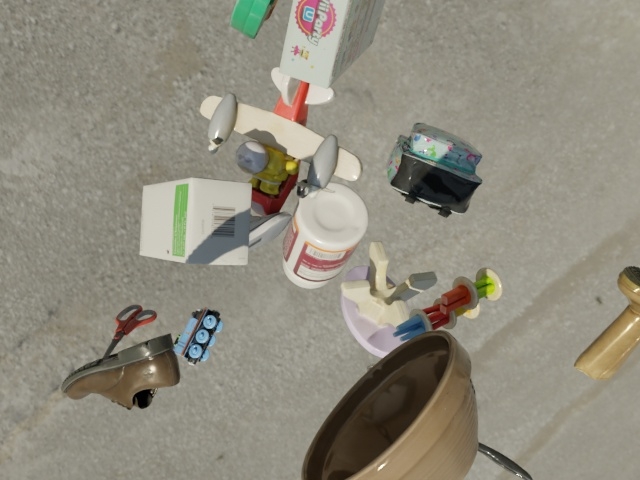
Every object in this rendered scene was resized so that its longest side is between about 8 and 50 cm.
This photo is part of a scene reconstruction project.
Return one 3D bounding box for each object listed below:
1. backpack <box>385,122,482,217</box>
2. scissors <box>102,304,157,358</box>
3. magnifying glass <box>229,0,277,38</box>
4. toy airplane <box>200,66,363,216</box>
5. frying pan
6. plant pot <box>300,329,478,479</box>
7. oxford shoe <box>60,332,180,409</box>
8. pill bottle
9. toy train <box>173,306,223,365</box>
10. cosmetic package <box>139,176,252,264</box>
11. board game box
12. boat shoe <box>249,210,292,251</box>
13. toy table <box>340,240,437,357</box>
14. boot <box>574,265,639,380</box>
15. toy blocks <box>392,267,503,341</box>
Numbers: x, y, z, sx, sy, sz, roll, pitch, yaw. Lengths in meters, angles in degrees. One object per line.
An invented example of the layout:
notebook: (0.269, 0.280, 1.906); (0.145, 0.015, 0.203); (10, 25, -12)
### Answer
backpack: (0.283, -0.190, 1.602); (0.225, 0.253, 0.191); (20, 104, -6)
scissors: (-0.561, 0.260, 1.727); (0.297, 0.109, 0.021); (-52, 149, -58)
magnifying glass: (-0.041, -0.194, 0.475); (0.026, 0.231, 0.092); (25, 99, -10)
toy airplane: (-0.117, -0.262, 1.650); (0.272, 0.386, 0.384); (-35, 102, -52)
frying pan: (0.204, 0.333, 1.127); (0.326, 0.197, 0.053); (44, 69, -12)
plant pot: (0.097, 0.222, 0.708); (0.237, 0.110, 0.237); (-44, -176, 4)
oxford shoe: (-0.303, 0.215, 0.937); (0.227, 0.096, 0.083); (-21, 180, 30)
pill bottle: (0.000, 0.000, 1.999); (0.224, 0.224, 0.392); (-25, 163, -22)
toy train: (-0.379, 0.291, 1.939); (0.184, 0.105, 0.080); (-66, 158, -14)
cosmetic package: (-0.312, -0.044, 1.526); (0.155, 0.366, 0.196); (3, 89, -33)
board game box: (0.043, -0.425, 1.106); (0.303, 0.098, 0.223); (-58, 167, -55)
boat shoe: (-0.184, -0.033, 1.703); (0.258, 0.084, 0.095); (-30, 159, -45)
toy table: (0.155, 0.142, 1.589); (0.252, 0.274, 0.160); (-15, 146, -25)
boot: (0.644, 0.191, 1.348); (0.236, 0.089, 0.269); (13, 123, -32)
toy blocks: (0.187, 0.103, 0.947); (0.148, 0.054, 0.123); (-19, 157, -28)
